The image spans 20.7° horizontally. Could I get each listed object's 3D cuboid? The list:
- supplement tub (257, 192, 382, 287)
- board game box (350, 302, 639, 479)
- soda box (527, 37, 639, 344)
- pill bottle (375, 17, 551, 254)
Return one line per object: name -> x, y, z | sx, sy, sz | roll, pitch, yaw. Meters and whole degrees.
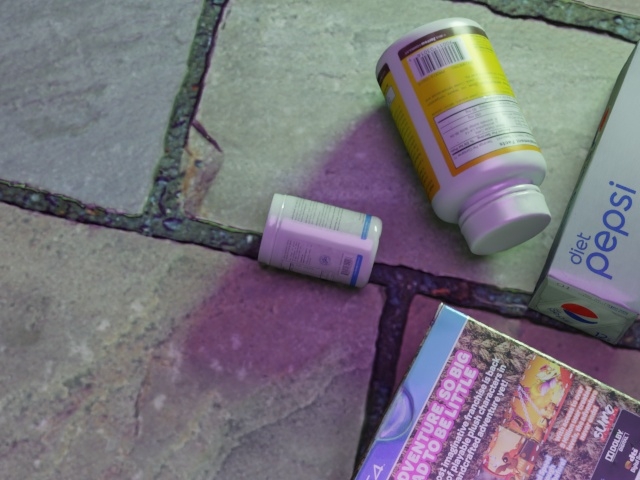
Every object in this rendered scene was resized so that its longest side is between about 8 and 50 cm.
supplement tub -> 0.000, 0.000, 1.653 | 0.107, 0.071, 0.071 | 15, 66, 0
board game box -> 0.176, 0.235, 1.532 | 0.291, 0.141, 0.232 | 27, 67, 6
soda box -> 0.299, -0.051, 1.693 | 0.098, 0.091, 0.286 | 24, 67, 4
pill bottle -> 0.142, -0.098, 1.683 | 0.117, 0.117, 0.215 | -17, 70, -13
